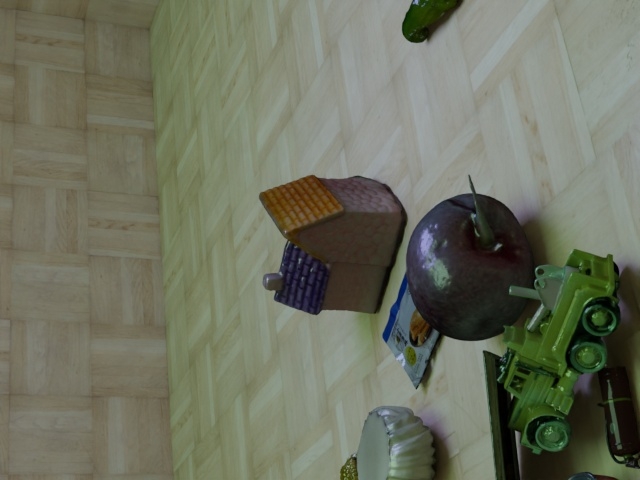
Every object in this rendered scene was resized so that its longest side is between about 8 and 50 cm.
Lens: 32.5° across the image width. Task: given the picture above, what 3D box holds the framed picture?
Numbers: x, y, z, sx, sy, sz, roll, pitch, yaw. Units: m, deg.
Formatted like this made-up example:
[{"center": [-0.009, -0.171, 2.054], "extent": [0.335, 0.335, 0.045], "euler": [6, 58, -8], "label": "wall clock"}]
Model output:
[{"center": [0.256, 0.290, 1.512], "extent": [0.216, 0.016, 0.273], "euler": [27, -123, -73], "label": "framed picture"}]

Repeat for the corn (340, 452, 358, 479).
[{"center": [0.084, 0.496, 1.997], "extent": [0.080, 0.080, 0.238], "euler": [119, 148, -47], "label": "corn"}]

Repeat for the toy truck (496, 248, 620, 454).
[{"center": [0.294, 0.137, 1.418], "extent": [0.128, 0.135, 0.260], "euler": [-63, -15, -63], "label": "toy truck"}]

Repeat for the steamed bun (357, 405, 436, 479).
[{"center": [0.136, 0.365, 1.859], "extent": [0.183, 0.106, 0.183], "euler": [-172, 90, -70], "label": "steamed bun"}]

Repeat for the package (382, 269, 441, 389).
[{"center": [0.164, 0.146, 1.933], "extent": [0.173, 0.027, 0.171], "euler": [-126, 45, -54], "label": "package"}]

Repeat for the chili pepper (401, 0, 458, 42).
[{"center": [0.199, -0.421, 1.909], "extent": [0.204, 0.073, 0.072], "euler": [137, 147, -58], "label": "chili pepper"}]

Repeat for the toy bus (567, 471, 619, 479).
[{"center": [0.353, 0.373, 1.345], "extent": [0.079, 0.077, 0.174], "euler": [136, 135, -59], "label": "toy bus"}]

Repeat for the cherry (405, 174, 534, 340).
[{"center": [0.217, 0.043, 1.617], "extent": [0.266, 0.183, 0.213], "euler": [101, 172, -60], "label": "cherry"}]

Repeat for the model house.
[{"center": [0.000, 0.000, 2.091], "extent": [0.202, 0.237, 0.237], "euler": [-122, 41, -54], "label": "model house"}]

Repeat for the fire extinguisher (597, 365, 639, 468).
[{"center": [0.374, 0.225, 1.373], "extent": [0.056, 0.039, 0.132], "euler": [-34, 54, 51], "label": "fire extinguisher"}]
